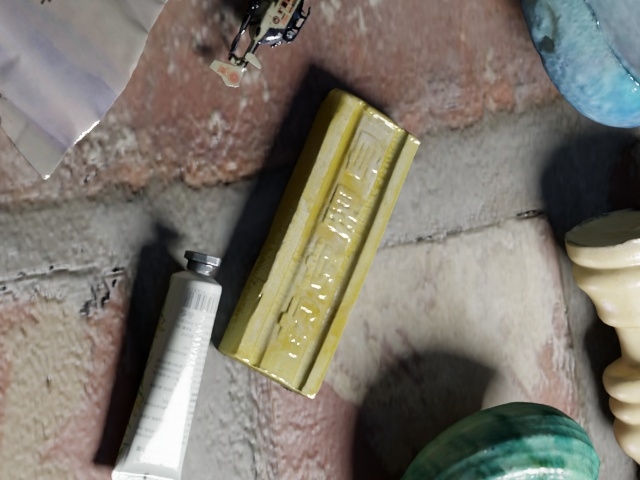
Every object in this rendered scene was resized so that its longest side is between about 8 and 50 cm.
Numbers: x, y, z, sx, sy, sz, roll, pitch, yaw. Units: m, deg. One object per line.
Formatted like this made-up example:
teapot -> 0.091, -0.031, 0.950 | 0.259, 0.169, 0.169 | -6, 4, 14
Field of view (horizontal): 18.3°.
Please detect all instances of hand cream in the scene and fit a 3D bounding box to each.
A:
hand cream -> -0.119, 0.104, 1.601 | 0.067, 0.042, 0.194 | 16, 89, -41

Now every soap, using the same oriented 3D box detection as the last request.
soap -> 0.001, 0.000, 1.675 | 0.092, 0.037, 0.252 | 30, 76, -32

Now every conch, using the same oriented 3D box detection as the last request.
conch -> 0.155, 0.243, 1.721 | 0.196, 0.134, 0.202 | -9, 80, 3

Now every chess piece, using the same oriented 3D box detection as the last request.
chess piece -> 0.318, 0.127, 1.859 | 0.139, 0.124, 0.307 | -36, 119, -60

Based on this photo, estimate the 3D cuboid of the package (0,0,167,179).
package -> -0.217, -0.202, 1.512 | 0.204, 0.062, 0.251 | 48, 55, -26

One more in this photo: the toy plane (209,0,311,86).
toy plane -> -0.047, -0.175, 1.638 | 0.049, 0.031, 0.120 | 37, 70, -24

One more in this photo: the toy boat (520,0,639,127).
toy boat -> 0.249, -0.262, 1.803 | 0.215, 0.123, 0.329 | -11, 87, -41
